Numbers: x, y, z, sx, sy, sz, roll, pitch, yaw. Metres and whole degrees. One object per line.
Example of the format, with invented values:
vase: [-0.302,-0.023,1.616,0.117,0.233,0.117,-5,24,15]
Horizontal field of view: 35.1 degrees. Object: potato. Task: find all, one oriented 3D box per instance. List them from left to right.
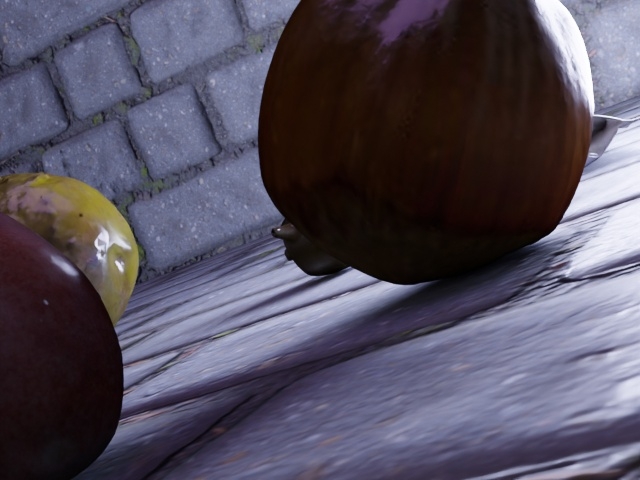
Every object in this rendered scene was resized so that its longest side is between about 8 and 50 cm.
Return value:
potato: [-0.293,0.039,1.006,0.266,0.229,0.229,-24,1,44]

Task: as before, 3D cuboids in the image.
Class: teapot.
teapot: [0.000,0.000,0.950,0.068,0.076,0.121,-30,-27,21]

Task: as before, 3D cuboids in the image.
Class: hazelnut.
hazelnut: [0.067,-0.072,0.623,0.210,0.210,0.186,-19,43,34]

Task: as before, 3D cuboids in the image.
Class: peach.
peach: [-0.165,0.054,0.498,0.152,0.152,0.152,-22,3,1]

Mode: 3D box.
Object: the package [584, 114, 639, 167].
package: [0.197,-0.079,1.044,0.251,0.062,0.204,-25,2,5]
